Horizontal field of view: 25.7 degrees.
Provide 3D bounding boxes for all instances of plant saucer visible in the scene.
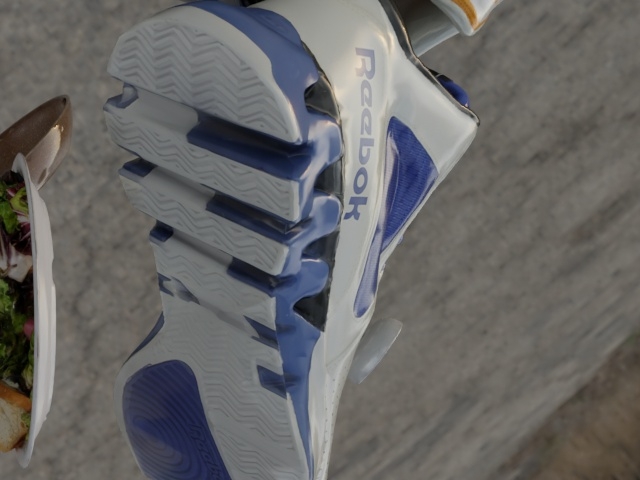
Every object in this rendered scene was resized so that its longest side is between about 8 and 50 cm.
[{"bbox_3d":[-0.285,-0.050,1.235,0.199,0.036,0.198,-36,-160,15],"label":"plant saucer"}]

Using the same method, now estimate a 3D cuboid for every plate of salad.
[{"bbox_3d":[-0.200,0.044,0.889,0.048,0.199,0.200,-1,145,-17],"label":"plate of salad"}]

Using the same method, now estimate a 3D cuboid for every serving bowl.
[{"bbox_3d":[0.052,0.113,1.498,0.083,0.027,0.083,-52,-178,2],"label":"serving bowl"}]

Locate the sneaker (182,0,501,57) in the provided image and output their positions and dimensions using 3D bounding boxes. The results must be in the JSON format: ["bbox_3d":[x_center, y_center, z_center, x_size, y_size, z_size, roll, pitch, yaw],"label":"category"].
[{"bbox_3d":[-0.022,-0.167,0.825,0.126,0.321,0.127,40,63,-38],"label":"sneaker"}]

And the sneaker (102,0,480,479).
[{"bbox_3d":[0.000,-0.001,0.693,0.182,0.127,0.315,-38,146,-39],"label":"sneaker"}]
